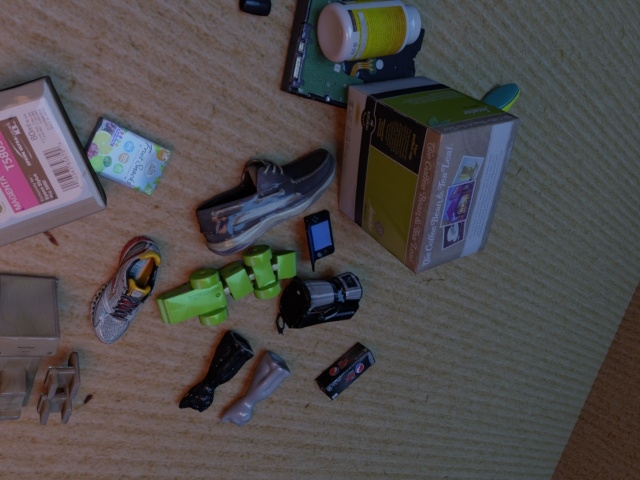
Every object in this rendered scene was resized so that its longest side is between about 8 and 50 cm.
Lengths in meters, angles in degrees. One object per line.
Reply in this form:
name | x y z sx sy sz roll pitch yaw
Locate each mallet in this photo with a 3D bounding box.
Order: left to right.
mallet | -0.102 -0.540 1.021 0.062 0.039 0.190 5 125 -37

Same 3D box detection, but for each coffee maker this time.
coffee maker | -0.006 0.155 1.303 0.178 0.171 0.120 -2 69 -38

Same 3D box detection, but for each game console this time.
game console | 0.000 0.000 1.279 0.107 0.071 0.122 -21 116 -27

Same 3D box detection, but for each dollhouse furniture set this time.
dollhouse furniture set | -0.562 0.208 0.950 0.212 0.161 0.242 9 121 -36

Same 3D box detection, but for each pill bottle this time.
pill bottle | 0.108 -0.453 1.103 0.214 0.117 0.117 -18 114 -28

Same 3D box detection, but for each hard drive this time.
hard drive | 0.082 -0.425 1.206 0.338 0.064 0.237 4 102 -36

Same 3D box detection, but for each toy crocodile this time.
toy crocodile | -0.200 0.094 1.164 0.340 0.105 0.115 -24 113 -22

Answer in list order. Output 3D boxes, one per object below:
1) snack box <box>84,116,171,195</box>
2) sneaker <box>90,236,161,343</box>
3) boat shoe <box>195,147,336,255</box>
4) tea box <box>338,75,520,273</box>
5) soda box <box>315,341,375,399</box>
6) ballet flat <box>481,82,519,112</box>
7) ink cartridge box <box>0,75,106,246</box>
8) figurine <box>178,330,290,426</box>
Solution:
snack box | -0.375 -0.160 0.993 0.141 0.037 0.100 26 91 -36
sneaker | -0.390 0.104 1.033 0.088 0.092 0.225 22 92 -37
boat shoe | -0.114 -0.111 1.130 0.355 0.132 0.130 -39 123 -20
tea box | 0.222 -0.161 1.174 0.219 0.323 0.329 -16 129 -26
soda box | 0.071 0.366 1.451 0.168 0.060 0.053 -36 121 -19
ballet flat | 0.489 -0.368 1.505 0.231 0.077 0.077 -40 144 -14
ink cartridge box | -0.500 -0.132 0.865 0.193 0.088 0.235 -24 117 -14
figurine | -0.204 0.353 1.253 0.215 0.092 0.209 39 90 -37
